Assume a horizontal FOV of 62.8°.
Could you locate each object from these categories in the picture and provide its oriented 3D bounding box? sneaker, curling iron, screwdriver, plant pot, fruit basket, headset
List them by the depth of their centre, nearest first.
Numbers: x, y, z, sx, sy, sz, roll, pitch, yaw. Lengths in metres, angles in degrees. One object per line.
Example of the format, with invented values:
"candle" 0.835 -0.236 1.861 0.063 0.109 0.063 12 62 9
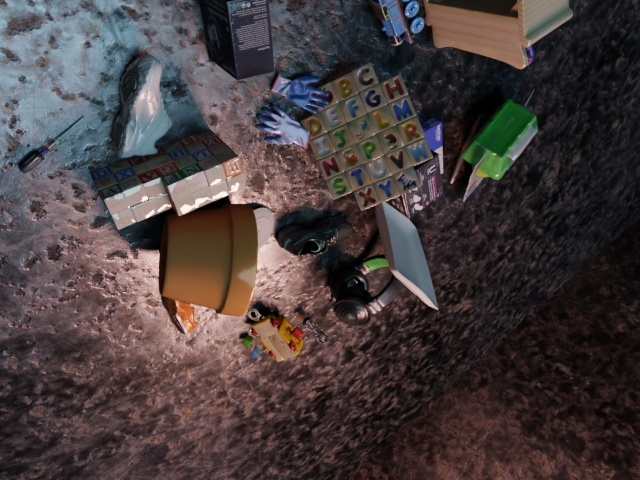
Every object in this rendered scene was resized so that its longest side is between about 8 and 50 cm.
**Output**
"screwdriver" -0.552 -0.199 1.085 0.170 0.025 0.024 -41 138 -4
"sneaker" -0.370 -0.285 1.129 0.115 0.090 0.232 -5 134 -44
"plant pot" -0.291 0.043 1.314 0.204 0.291 0.290 4 120 -23
"sneaker" -0.399 0.196 1.502 0.067 0.064 0.175 -45 148 -31
"sneaker" 0.000 0.000 1.622 0.267 0.106 0.101 -14 128 -32
"headset" 0.117 0.207 1.781 0.394 0.243 0.185 -31 116 12
"fruit basket" 0.614 -0.303 1.794 0.327 0.165 0.353 -50 158 -6
"curling iron" 0.519 -0.321 1.834 0.068 0.035 0.274 -1 122 -38

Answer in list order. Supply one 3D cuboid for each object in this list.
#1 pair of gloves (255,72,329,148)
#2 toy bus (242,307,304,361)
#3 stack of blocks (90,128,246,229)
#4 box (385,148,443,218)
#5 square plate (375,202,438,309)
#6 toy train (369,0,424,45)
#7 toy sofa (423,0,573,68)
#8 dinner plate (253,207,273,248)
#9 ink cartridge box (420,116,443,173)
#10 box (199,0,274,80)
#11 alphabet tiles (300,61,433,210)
"pair of gloves" -0.070 -0.334 1.338 0.159 0.023 0.198 17 106 -26
"toy bus" -0.146 0.298 1.736 0.104 0.191 0.202 -63 168 -58
"stack of blocks" -0.343 -0.137 1.191 0.297 0.171 0.087 -26 134 -20
"box" 0.219 -0.208 1.525 0.142 0.247 0.163 -35 138 -13
"square plate" 0.271 0.027 1.723 0.049 0.344 0.347 -24 143 22
"toy train" 0.195 -0.584 1.344 0.105 0.080 0.184 -35 140 2
"toy sofa" 0.432 -0.578 1.323 0.150 0.362 0.177 -35 131 -12
"dinner plate" -0.180 -0.026 1.496 0.141 0.017 0.141 -34 138 -38
"ink cartridge box" 0.350 -0.289 1.717 0.097 0.046 0.207 -32 136 -16
"box" -0.176 -0.442 1.096 0.093 0.156 0.158 -23 134 -22
"alphabet tiles" 0.118 -0.265 1.366 0.285 0.011 0.342 -21 96 16
